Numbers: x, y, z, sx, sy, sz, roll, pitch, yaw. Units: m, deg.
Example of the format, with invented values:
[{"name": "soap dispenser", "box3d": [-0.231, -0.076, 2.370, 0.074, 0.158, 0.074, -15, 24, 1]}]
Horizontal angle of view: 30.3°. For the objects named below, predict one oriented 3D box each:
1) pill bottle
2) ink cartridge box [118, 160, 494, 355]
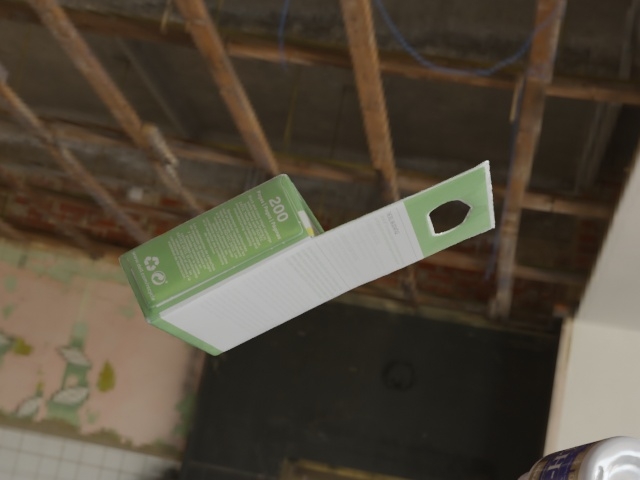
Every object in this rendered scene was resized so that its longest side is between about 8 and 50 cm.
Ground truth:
[{"name": "pill bottle", "box3d": [0.283, 0.278, 1.272, 0.112, 0.112, 0.187, 15, -22, -15]}, {"name": "ink cartridge box", "box3d": [0.000, 0.000, 0.809, 0.235, 0.056, 0.171, -27, -16, 3]}]
